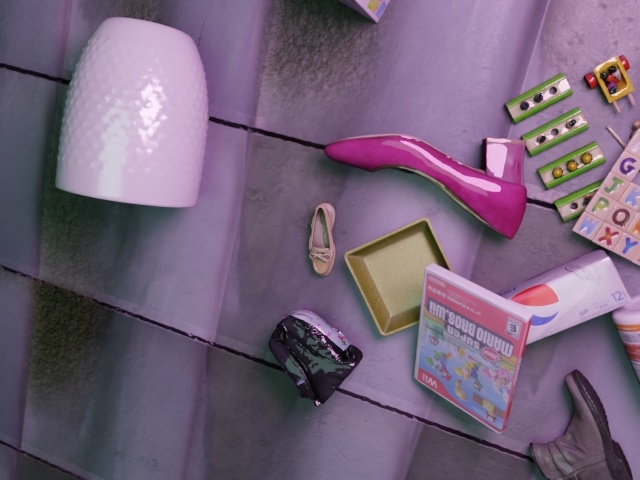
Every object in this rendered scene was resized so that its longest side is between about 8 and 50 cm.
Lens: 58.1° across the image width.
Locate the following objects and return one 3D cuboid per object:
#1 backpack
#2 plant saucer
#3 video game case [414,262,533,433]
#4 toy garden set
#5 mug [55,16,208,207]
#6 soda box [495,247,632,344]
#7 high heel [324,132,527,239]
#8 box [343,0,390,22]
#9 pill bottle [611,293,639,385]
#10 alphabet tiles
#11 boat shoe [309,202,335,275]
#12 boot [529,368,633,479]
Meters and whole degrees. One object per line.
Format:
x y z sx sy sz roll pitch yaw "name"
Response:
-0.019 0.230 1.202 0.182 0.115 0.152 40 97 8 "backpack"
0.169 0.071 1.150 0.188 0.045 0.188 -25 92 19 "plant saucer"
0.267 0.200 1.055 0.204 0.025 0.285 28 134 37 "video game case"
0.472 -0.182 1.007 0.203 0.049 0.244 -27 91 20 "toy garden set"
-0.391 -0.260 1.173 0.374 0.276 0.328 17 100 45 "mug"
0.402 0.120 1.058 0.286 0.098 0.091 -28 90 21 "soda box"
0.187 -0.103 1.070 0.377 0.127 0.182 5 97 16 "high heel"
0.067 -0.472 1.001 0.103 0.203 0.114 35 108 9 "box"
0.603 0.204 0.997 0.121 0.121 0.216 -23 93 20 "pill bottle"
0.592 -0.048 0.992 0.237 0.009 0.198 27 106 0 "alphabet tiles"
0.002 0.000 1.188 0.056 0.048 0.153 10 102 16 "boat shoe"
0.471 0.380 1.096 0.161 0.083 0.247 -23 91 26 "boot"
